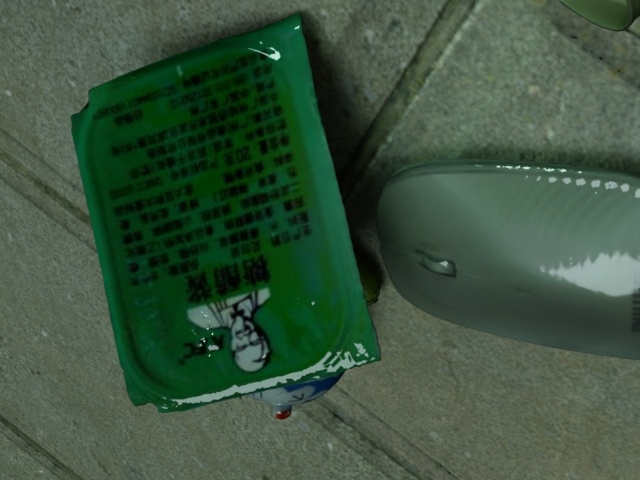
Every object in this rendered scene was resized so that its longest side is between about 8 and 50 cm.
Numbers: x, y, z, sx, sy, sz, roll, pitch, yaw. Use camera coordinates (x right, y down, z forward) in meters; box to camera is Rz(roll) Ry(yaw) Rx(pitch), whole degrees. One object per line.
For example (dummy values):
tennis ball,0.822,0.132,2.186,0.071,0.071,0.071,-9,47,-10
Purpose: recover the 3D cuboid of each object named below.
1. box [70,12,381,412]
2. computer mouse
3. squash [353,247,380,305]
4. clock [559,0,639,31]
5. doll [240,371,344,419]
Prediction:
box,-0.086,-0.018,0.941,0.264,0.106,0.337,-15,84,20
computer mouse,0.198,0.020,0.877,0.330,0.095,0.197,7,124,31
squash,0.000,0.000,1.029,0.183,0.052,0.052,50,137,-6
clock,0.130,-0.232,0.631,0.235,0.235,0.029,45,98,-5
doll,-0.086,0.088,1.083,0.256,0.161,0.215,25,165,32
